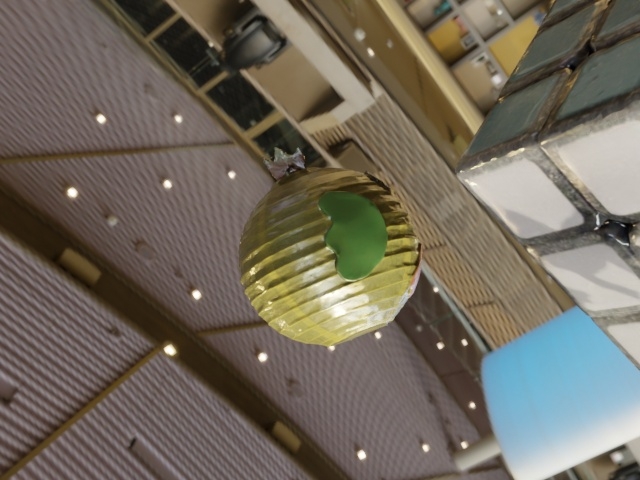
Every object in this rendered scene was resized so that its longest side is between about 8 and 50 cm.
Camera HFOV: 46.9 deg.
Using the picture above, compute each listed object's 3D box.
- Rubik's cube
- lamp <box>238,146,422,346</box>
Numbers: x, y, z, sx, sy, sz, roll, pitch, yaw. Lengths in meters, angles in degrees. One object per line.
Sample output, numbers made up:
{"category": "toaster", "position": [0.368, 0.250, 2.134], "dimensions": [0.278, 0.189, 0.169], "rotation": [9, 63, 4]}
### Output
{"category": "Rubik's cube", "position": [0.354, -0.092, 0.603], "dimensions": [0.303, 0.305, 0.301], "rotation": [43, -120, -16]}
{"category": "lamp", "position": [0.000, 0.000, 0.997], "dimensions": [0.284, 0.250, 0.250], "rotation": [64, -158, 11]}
